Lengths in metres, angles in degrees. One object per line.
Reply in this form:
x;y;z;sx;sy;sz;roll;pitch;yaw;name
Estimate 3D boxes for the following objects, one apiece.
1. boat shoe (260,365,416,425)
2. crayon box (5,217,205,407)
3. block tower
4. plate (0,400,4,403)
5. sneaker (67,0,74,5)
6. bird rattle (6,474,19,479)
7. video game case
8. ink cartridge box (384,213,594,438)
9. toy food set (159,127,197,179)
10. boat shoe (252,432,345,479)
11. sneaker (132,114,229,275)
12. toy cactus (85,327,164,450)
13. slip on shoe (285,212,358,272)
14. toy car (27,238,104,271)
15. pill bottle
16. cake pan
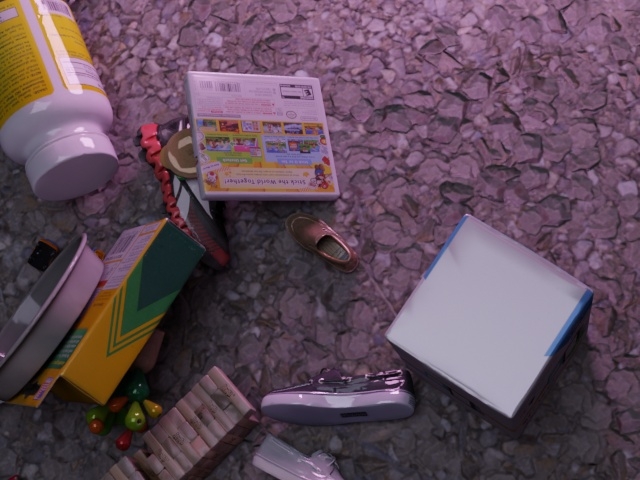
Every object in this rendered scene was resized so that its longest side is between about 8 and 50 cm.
0.027;0.221;1.745;0.228;0.080;0.076;-6;56;14;boat shoe
-0.316;0.127;1.743;0.083;0.203;0.323;39;69;-19;crayon box
-0.236;0.340;1.758;0.335;0.097;0.091;-44;71;0;block tower
-0.656;0.172;1.878;0.277;0.045;0.278;-18;71;-18;plate
-0.427;-0.469;2.016;0.234;0.106;0.078;-37;70;1;sneaker
-0.493;0.480;1.761;0.253;0.143;0.207;37;101;22;bird rattle
-0.090;-0.160;1.832;0.227;0.026;0.206;-1;70;-27;video game case
0.235;0.126;1.619;0.197;0.270;0.198;32;84;17;ink cartridge box
-0.198;-0.131;1.814;0.082;0.020;0.083;38;79;10;toy food set
-0.009;0.334;1.729;0.184;0.066;0.063;19;80;26;boat shoe
-0.188;-0.083;1.860;0.135;0.097;0.276;-26;70;7;sneaker
-0.276;0.214;1.758;0.112;0.219;0.180;27;90;-14;toy cactus
0.000;0.000;1.826;0.135;0.041;0.051;41;86;19;slip on shoe
-0.409;0.028;1.921;0.122;0.060;0.040;16;34;0;toy car
-0.448;-0.240;1.914;0.188;0.188;0.334;-26;71;4;pill bottle
-0.421;0.121;1.782;0.054;0.293;0.293;38;84;-16;cake pan
